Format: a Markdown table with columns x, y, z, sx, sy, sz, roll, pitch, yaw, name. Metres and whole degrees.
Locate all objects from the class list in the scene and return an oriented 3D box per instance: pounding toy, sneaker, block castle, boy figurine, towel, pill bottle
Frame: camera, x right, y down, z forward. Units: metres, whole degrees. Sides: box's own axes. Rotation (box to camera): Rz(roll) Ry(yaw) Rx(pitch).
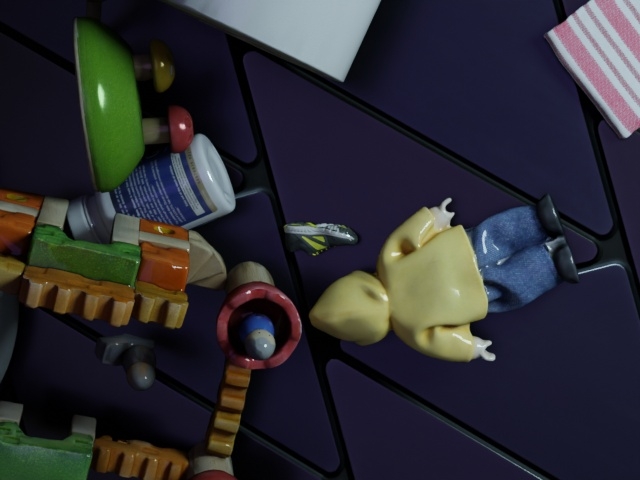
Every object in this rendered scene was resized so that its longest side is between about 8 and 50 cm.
| x | y | z | sx | sy | sz | roll | pitch | yaw | name |
| --- | --- | --- | --- | --- | --- | --- | --- | --- | --- |
| -0.194 | -0.169 | 1.543 | 0.110 | 0.183 | 0.237 | -6 | 63 | -5 | pounding toy |
| 0.000 | 0.000 | 1.618 | 0.083 | 0.031 | 0.035 | 8 | 106 | 13 | sneaker |
| -0.264 | 0.133 | 1.490 | 0.453 | 0.213 | 0.303 | 12 | 103 | -9 | block castle |
| 0.130 | 0.052 | 1.565 | 0.285 | 0.092 | 0.177 | -22 | 88 | 9 | boy figurine |
| 0.355 | -0.218 | 1.559 | 0.197 | 0.029 | 0.144 | -36 | 86 | 10 | towel |
| -0.187 | -0.043 | 1.610 | 0.169 | 0.094 | 0.094 | -23 | 88 | 8 | pill bottle |

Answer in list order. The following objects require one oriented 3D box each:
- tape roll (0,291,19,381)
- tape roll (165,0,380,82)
| x | y | z | sx | sy | sz | roll | pitch | yaw | name |
| --- | --- | --- | --- | --- | --- | --- | --- | --- | --- |
| -0.537 | 0.070 | 1.679 | 0.392 | 0.072 | 0.392 | 0 | 92 | 9 | tape roll |
| -0.052 | -0.285 | 1.510 | 0.246 | 0.246 | 0.169 | 25 | 94 | 8 | tape roll |
